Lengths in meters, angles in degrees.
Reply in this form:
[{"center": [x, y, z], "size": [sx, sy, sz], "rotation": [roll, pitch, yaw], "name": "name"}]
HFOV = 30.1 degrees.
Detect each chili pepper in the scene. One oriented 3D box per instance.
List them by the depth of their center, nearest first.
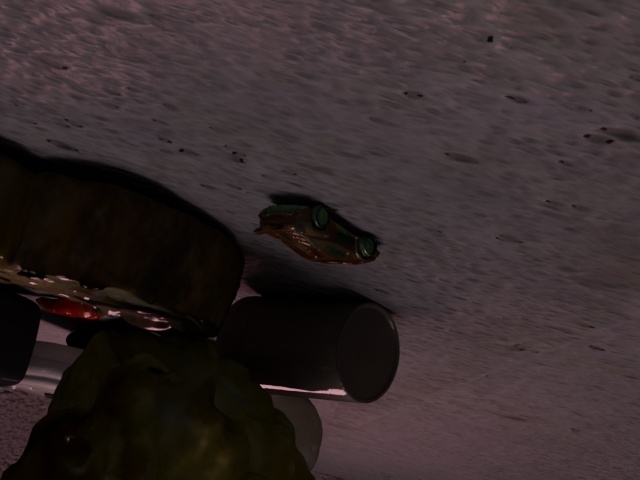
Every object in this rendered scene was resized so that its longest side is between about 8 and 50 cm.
[{"center": [-0.366, 0.095, 1.719], "size": [0.178, 0.027, 0.045], "rotation": [5, 162, 42], "name": "chili pepper"}]

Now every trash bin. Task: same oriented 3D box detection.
[{"center": [-0.561, 0.113, 1.697], "size": [0.209, 0.182, 0.290], "rotation": [5, 167, 31], "name": "trash bin"}]

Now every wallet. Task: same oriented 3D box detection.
[{"center": [-0.274, 0.170, 1.863], "size": [0.172, 0.045, 0.318], "rotation": [25, 163, -23], "name": "wallet"}]

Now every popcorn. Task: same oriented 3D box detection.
[{"center": [-0.147, 0.255, 1.204], "size": [0.312, 0.312, 0.312], "rotation": [14, 165, 4], "name": "popcorn"}]

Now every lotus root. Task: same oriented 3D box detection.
[{"center": [-0.271, 0.007, 1.173], "size": [0.390, 0.111, 0.375], "rotation": [15, 167, -13], "name": "lotus root"}]

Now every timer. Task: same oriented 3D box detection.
[{"center": [-0.383, 0.232, 1.952], "size": [0.237, 0.087, 0.262], "rotation": [2, 162, 44], "name": "timer"}]

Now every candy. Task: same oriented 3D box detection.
[{"center": [-0.130, 0.297, 1.913], "size": [0.295, 0.185, 0.295], "rotation": [9, 155, 4], "name": "candy"}]

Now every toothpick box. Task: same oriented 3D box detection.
[{"center": [-0.017, 0.117, 1.298], "size": [0.180, 0.111, 0.111], "rotation": [0, 158, 42], "name": "toothpick box"}]

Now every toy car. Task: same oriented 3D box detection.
[{"center": [0.000, 0.000, 1.005], "size": [0.059, 0.035, 0.122], "rotation": [-3, 155, 39], "name": "toy car"}]
